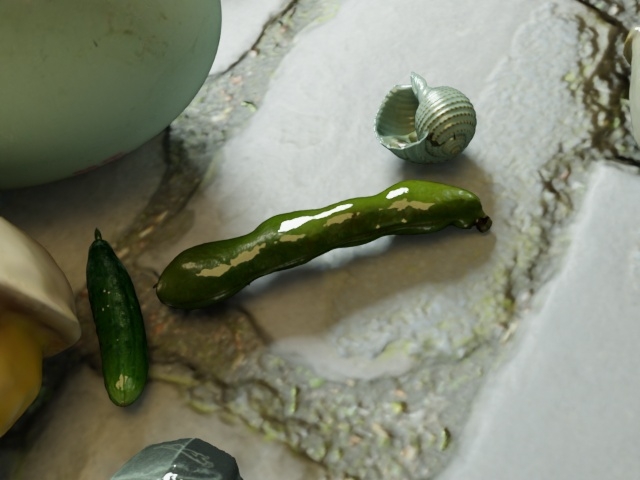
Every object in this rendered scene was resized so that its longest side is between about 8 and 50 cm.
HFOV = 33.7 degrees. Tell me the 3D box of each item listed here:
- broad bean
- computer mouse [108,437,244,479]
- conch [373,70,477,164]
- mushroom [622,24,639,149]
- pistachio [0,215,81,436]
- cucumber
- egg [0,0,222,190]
[{"bbox_3d":[-0.001,-0.001,0.781,0.256,0.052,0.052,-15,95,-5],"label":"broad bean"},{"bbox_3d":[-0.110,0.219,0.621,0.126,0.071,0.231,8,57,15],"label":"computer mouse"},{"bbox_3d":[0.083,-0.089,0.826,0.076,0.056,0.085,-33,33,9],"label":"conch"},{"bbox_3d":[0.297,-0.038,0.728,0.109,0.097,0.351,-19,51,-1],"label":"mushroom"},{"bbox_3d":[-0.319,0.037,0.695,0.309,0.230,0.230,26,61,10],"label":"pistachio"},{"bbox_3d":[-0.148,0.055,0.770,0.037,0.037,0.155,-17,55,-3],"label":"cucumber"},{"bbox_3d":[-0.258,-0.151,0.821,0.371,0.230,0.230,-13,53,8],"label":"egg"}]
